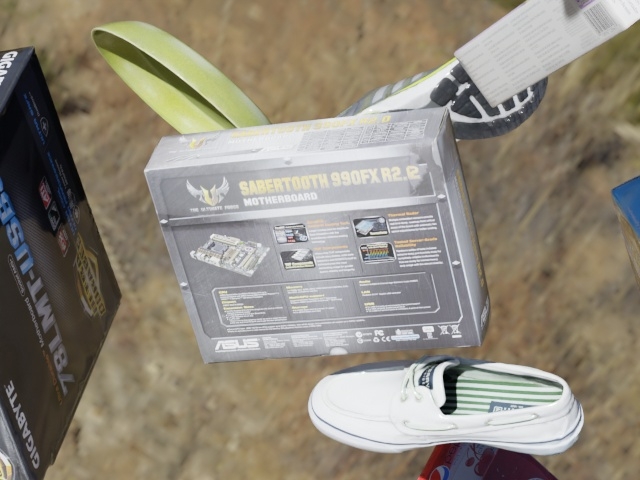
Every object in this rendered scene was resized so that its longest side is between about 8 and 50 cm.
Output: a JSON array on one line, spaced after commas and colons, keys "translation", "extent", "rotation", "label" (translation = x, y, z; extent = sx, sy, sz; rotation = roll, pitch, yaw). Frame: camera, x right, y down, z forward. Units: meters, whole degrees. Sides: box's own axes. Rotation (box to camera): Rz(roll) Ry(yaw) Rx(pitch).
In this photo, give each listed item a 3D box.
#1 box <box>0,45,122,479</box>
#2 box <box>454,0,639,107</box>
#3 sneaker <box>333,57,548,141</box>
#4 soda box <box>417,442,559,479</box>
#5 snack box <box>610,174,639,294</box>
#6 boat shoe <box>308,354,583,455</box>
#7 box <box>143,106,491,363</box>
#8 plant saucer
[{"translation": [-0.277, 0.028, 1.673], "extent": [0.073, 0.295, 0.293], "rotation": [-6, 34, 14], "label": "box"}, {"translation": [0.198, -0.180, 1.576], "extent": [0.063, 0.324, 0.067], "rotation": [-36, 91, -15], "label": "box"}, {"translation": [0.118, -0.154, 2.157], "extent": [0.300, 0.111, 0.121], "rotation": [-24, 23, -13], "label": "sneaker"}, {"translation": [0.214, 0.289, 1.982], "extent": [0.263, 0.083, 0.092], "rotation": [43, 70, -37], "label": "soda box"}, {"translation": [0.301, 0.117, 1.288], "extent": [0.060, 0.187, 0.322], "rotation": [-26, 53, 1], "label": "snack box"}, {"translation": [0.098, 0.121, 1.535], "extent": [0.226, 0.075, 0.083], "rotation": [0, 54, 13], "label": "boat shoe"}, {"translation": [0.000, 0.000, 1.447], "extent": [0.231, 0.183, 0.056], "rotation": [-6, 30, 17], "label": "box"}, {"translation": [-0.120, -0.138, 1.854], "extent": [0.241, 0.241, 0.037], "rotation": [38, 81, 7], "label": "plant saucer"}]
